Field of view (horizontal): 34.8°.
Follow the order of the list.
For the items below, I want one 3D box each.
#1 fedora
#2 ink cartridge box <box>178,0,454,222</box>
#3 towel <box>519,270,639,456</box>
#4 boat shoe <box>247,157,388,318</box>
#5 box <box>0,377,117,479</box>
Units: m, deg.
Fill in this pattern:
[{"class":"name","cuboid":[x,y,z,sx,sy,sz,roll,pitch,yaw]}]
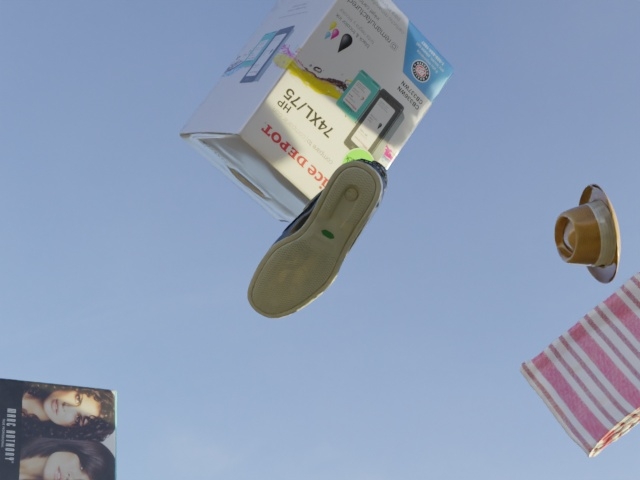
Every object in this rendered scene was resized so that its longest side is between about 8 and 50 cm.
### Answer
[{"class":"fedora","cuboid":[0.467,-0.008,1.816,0.079,0.194,0.194,-8,-36,-5]},{"class":"ink cartridge box","cuboid":[-0.007,-0.180,1.342,0.198,0.270,0.197,41,-15,-26]},{"class":"towel","cuboid":[0.324,0.124,1.103,0.197,0.144,0.029,-39,-49,4]},{"class":"boat shoe","cuboid":[0.000,0.000,1.216,0.084,0.079,0.233,38,-72,0]},{"class":"box","cuboid":[-0.288,0.163,0.817,0.244,0.100,0.060,11,-32,-30]}]
